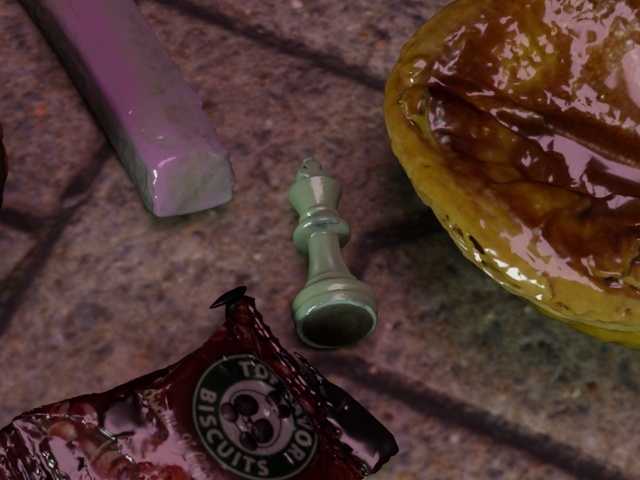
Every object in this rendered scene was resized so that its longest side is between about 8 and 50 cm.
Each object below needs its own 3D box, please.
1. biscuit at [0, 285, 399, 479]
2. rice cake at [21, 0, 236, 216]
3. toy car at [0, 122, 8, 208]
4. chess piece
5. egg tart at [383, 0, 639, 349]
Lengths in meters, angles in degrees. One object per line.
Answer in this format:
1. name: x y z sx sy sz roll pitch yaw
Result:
1. biscuit: -0.080 0.129 0.870 0.235 0.063 0.151 -29 78 -32
2. rice cake: -0.172 -0.164 1.048 0.072 0.056 0.365 -22 64 -26
3. toy car: -0.352 -0.083 0.854 0.240 0.271 0.341 -14 59 -41
4. chess piece: 0.000 0.000 0.980 0.059 0.059 0.149 -1 51 -13
5. egg tart: 0.215 -0.055 0.998 0.351 0.153 0.340 -5 58 -14
